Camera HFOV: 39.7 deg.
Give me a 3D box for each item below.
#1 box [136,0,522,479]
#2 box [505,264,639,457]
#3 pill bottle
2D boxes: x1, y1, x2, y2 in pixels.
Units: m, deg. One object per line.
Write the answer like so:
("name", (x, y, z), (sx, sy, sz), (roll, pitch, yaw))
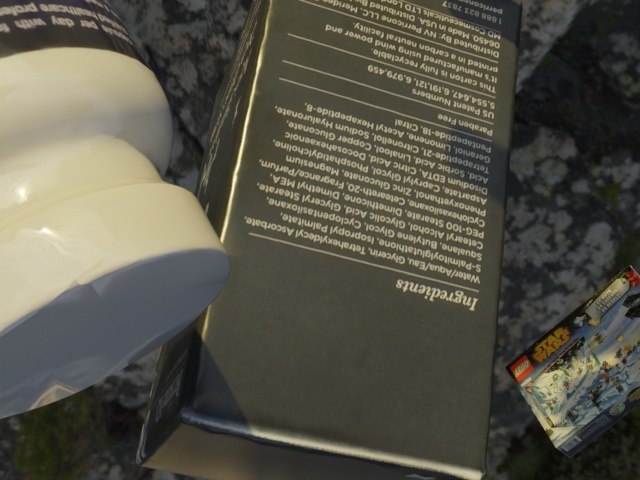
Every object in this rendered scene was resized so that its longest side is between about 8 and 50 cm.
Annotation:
("box", (0.000, 0.000, 0.749), (0.211, 0.396, 0.293), (14, 157, -12))
("box", (0.226, 0.096, 0.716), (0.137, 0.094, 0.027), (-42, 128, 14))
("pill bottle", (-0.156, -0.066, 0.382), (0.153, 0.265, 0.153), (-31, 164, -10))
